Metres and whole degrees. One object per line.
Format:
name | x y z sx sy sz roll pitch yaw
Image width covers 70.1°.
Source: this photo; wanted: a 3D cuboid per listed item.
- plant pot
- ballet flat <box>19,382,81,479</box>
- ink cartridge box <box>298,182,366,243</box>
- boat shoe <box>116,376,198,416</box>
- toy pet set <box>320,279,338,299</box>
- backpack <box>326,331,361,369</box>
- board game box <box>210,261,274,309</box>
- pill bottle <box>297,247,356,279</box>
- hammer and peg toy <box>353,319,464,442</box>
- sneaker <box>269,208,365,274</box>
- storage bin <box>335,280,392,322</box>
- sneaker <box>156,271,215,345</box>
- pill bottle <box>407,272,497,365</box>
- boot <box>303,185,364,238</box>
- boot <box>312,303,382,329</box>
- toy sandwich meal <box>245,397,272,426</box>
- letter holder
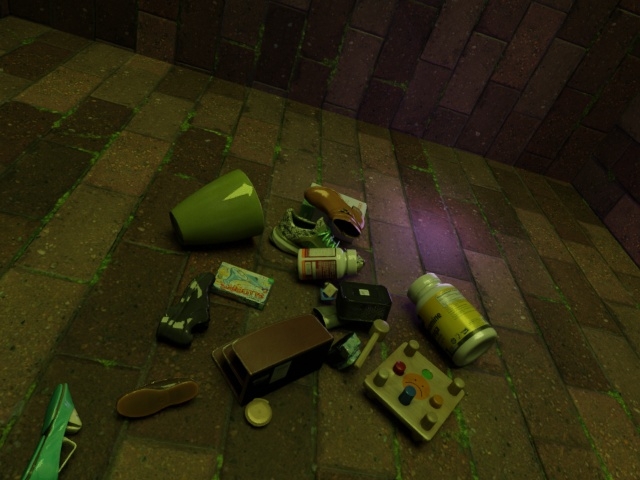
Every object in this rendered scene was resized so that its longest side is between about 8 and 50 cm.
plant pot | -0.409 -0.098 1.737 0.293 0.275 0.275 -23 53 -25
ballet flat | -0.614 0.458 1.069 0.087 0.083 0.247 31 30 -29
ink cartridge box | 0.054 -0.127 2.088 0.278 0.117 0.201 21 37 0
boat shoe | -0.436 0.413 1.217 0.207 0.073 0.073 -2 5 -33
toy pet set | 0.048 0.209 1.732 0.122 0.065 0.114 41 6 20
backpack | 0.084 0.364 1.501 0.084 0.105 0.114 52 41 3
board game box | -0.280 0.161 1.629 0.201 0.035 0.136 19 36 -3
pill bottle | 0.026 0.088 1.751 0.221 0.121 0.121 -1 38 1
hammer and peg toy | 0.256 0.442 1.466 0.361 0.127 0.266 39 42 22
sneaker | 0.000 0.000 1.847 0.410 0.182 0.158 23 36 1
storage bin | 0.152 0.218 1.623 0.180 0.084 0.122 8 28 -9
sneaker | -0.399 0.221 1.456 0.130 0.109 0.286 28 46 -1
pill bottle | 0.481 0.287 1.720 0.188 0.188 0.334 -8 45 -33
boot | 0.051 -0.111 1.868 0.283 0.109 0.220 32 24 -8
boot | 0.102 0.284 1.631 0.208 0.076 0.189 -2 28 -38
toy sandwich meal | -0.176 0.484 1.282 0.086 0.029 0.085 14 42 -13
letter holder | -0.152 0.321 1.398 0.302 0.152 0.214 -14 47 -38
